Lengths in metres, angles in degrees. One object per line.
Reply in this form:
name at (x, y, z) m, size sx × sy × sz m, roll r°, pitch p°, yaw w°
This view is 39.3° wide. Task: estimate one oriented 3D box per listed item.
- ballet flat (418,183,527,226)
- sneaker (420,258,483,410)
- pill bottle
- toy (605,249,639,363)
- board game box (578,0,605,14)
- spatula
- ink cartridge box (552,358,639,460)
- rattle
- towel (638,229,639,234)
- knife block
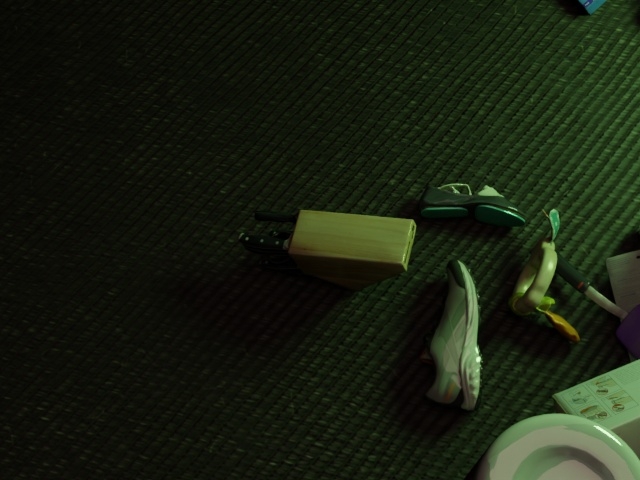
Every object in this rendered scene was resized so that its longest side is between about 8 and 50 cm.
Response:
ballet flat at (0.286, -0.072, 1.678) m, size 0.203 × 0.074 × 0.074 m, roll 6°, pitch 68°, yaw 8°
sneaker at (0.228, 0.159, 1.570) m, size 0.108 × 0.100 × 0.271 m, roll 0°, pitch 67°, yaw 9°
pill bottle at (0.313, 0.399, 1.296) m, size 0.229 × 0.408 × 0.229 m, roll -1°, pitch 67°, yaw 2°
toy at (0.598, 0.131, 1.571) m, size 0.137 × 0.056 × 0.237 m, roll -20°, pitch 69°, yaw 34°
board game box at (0.553, -0.600, 1.855) m, size 0.160 × 0.047 × 0.210 m, roll -42°, pitch 67°, yaw 21°
spatula at (0.495, 0.100, 1.595) m, size 0.296 × 0.030 × 0.084 m, roll 44°, pitch 118°, yaw 26°
ink cartridge box at (0.560, 0.326, 1.434) m, size 0.309 × 0.272 × 0.130 m, roll -21°, pitch 25°, yaw -5°
rattle at (0.427, 0.056, 1.592) m, size 0.142 × 0.130 × 0.200 m, roll 21°, pitch 65°, yaw 14°
towel at (0.685, -0.044, 1.537) m, size 0.187 × 0.282 × 0.049 m, roll -14°, pitch 91°, yaw -9°
knife block at (0.000, 0.000, 1.575) m, size 0.242 × 0.275 × 0.088 m, roll 22°, pitch 68°, yaw -20°
